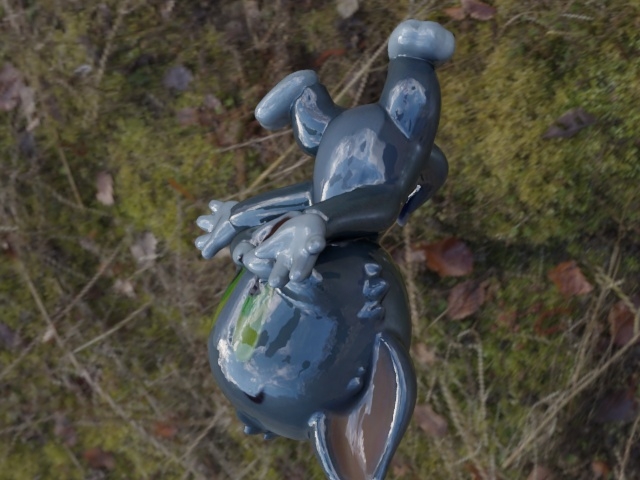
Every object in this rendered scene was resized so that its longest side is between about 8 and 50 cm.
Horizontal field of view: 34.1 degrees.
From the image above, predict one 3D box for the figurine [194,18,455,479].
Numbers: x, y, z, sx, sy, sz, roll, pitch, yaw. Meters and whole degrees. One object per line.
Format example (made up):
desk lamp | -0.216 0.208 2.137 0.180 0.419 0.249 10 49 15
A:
figurine | 0.004 -0.001 0.639 0.140 0.265 0.193 40 162 -33
